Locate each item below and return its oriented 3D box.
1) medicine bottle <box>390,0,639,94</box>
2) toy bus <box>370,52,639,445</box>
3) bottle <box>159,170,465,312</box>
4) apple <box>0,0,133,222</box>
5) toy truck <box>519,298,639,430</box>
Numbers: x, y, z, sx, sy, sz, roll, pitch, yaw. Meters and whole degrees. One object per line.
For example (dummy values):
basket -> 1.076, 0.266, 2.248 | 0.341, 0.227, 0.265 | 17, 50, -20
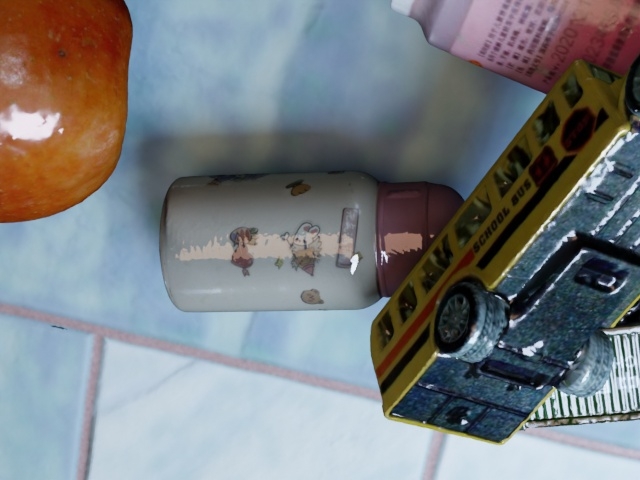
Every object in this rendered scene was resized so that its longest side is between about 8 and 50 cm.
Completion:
medicine bottle -> 0.136, -0.188, 0.843 | 0.247, 0.147, 0.147 | 23, 109, 3
toy bus -> 0.164, -0.005, 0.791 | 0.121, 0.123, 0.335 | 19, 124, -26
bottle -> 0.000, 0.000, 0.938 | 0.233, 0.110, 0.110 | -2, 106, 10
apple -> -0.245, -0.122, 0.889 | 0.201, 0.218, 0.218 | 3, 109, -18
toy truck -> 0.269, 0.066, 0.926 | 0.259, 0.088, 0.121 | -7, 104, 13
